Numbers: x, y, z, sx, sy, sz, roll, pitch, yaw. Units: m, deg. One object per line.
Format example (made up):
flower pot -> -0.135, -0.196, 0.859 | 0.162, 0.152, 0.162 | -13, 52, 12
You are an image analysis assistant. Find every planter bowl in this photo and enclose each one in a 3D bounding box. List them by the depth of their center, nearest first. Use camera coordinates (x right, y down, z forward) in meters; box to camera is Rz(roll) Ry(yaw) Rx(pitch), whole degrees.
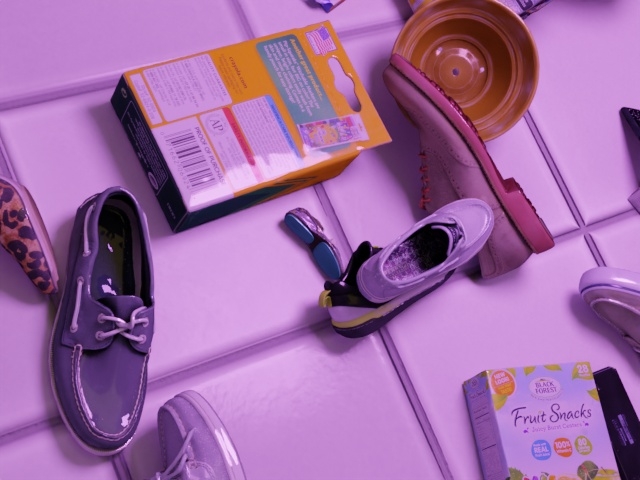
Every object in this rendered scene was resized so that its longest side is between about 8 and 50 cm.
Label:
planter bowl -> 0.205, -0.249, 1.618 | 0.217, 0.090, 0.217 | 0, 96, -2

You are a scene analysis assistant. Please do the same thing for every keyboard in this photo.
keyboard -> 0.414, 0.273, 1.550 | 0.108, 0.023, 0.180 | -12, 73, -39
keyboard -> 0.550, -0.158, 1.739 | 0.100, 0.038, 0.192 | 13, 37, -21

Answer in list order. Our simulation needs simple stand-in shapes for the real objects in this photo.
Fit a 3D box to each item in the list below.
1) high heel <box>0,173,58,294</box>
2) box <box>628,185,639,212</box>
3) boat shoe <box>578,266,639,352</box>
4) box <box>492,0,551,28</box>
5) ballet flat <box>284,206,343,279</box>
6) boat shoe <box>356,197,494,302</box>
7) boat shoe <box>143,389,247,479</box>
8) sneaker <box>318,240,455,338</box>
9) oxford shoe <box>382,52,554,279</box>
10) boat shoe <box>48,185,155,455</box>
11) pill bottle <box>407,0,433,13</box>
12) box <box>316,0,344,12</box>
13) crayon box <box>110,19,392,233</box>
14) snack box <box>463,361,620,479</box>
high heel -> -0.432, -0.023, 1.286 | 0.186, 0.093, 0.261 | -27, 94, -8
box -> 0.617, 0.031, 1.720 | 0.063, 0.067, 0.324 | -37, 86, -32
boat shoe -> 0.503, 0.137, 1.603 | 0.302, 0.109, 0.094 | 28, 62, -14
box -> 0.276, -0.464, 1.644 | 0.247, 0.142, 0.163 | 58, 30, 0
ballet flat -> 0.000, 0.000, 1.475 | 0.041, 0.041, 0.114 | -39, 89, -31
boat shoe -> 0.150, 0.008, 1.412 | 0.227, 0.081, 0.079 | -31, 88, -27
boat shoe -> -0.141, 0.328, 1.230 | 0.103, 0.118, 0.321 | -5, 78, -30
sneaker -> 0.094, 0.036, 1.457 | 0.234, 0.084, 0.097 | -37, 112, -32
oxford shoe -> 0.178, -0.099, 1.531 | 0.130, 0.123, 0.348 | -36, 91, 13
boat shoe -> -0.249, 0.086, 1.290 | 0.116, 0.099, 0.320 | 7, 67, -23
pill bottle -> 0.163, -0.422, 1.686 | 0.103, 0.103, 0.184 | -19, 78, -29
box -> 0.021, -0.402, 1.660 | 0.081, 0.028, 0.136 | 48, 61, 1
crayon box -> -0.090, -0.158, 1.474 | 0.323, 0.083, 0.203 | -21, 78, -29
snack box -> 0.299, 0.273, 1.474 | 0.174, 0.070, 0.207 | -2, 68, -25
